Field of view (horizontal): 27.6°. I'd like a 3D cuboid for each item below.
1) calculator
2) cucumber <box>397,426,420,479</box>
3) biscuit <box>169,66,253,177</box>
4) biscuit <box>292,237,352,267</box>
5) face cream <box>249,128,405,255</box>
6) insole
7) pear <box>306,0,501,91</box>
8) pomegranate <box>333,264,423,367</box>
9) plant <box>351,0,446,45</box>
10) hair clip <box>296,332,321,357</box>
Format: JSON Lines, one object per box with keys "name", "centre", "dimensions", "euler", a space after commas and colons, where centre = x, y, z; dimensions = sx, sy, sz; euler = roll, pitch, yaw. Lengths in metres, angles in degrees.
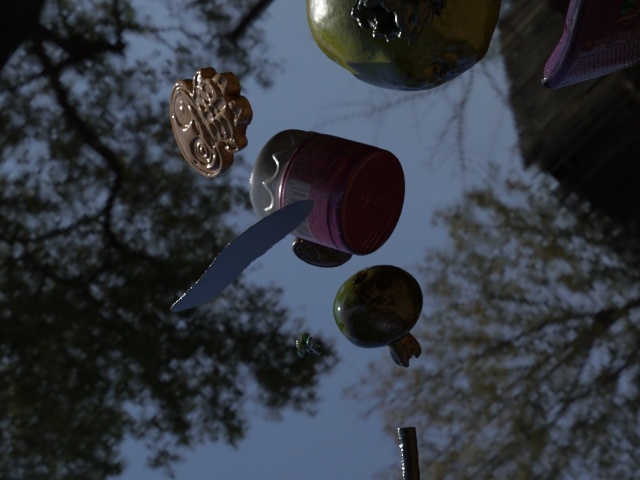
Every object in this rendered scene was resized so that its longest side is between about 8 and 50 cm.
{"name": "calculator", "centre": [0.296, -0.225, 1.295], "dimensions": [0.126, 0.190, 0.034], "euler": [-17, -120, -17]}
{"name": "cucumber", "centre": [0.153, 0.386, 2.232], "dimensions": [0.032, 0.032, 0.133], "euler": [14, -112, -53]}
{"name": "biscuit", "centre": [-0.216, -0.228, 2.513], "dimensions": [0.044, 0.288, 0.202], "euler": [-24, -90, -30]}
{"name": "biscuit", "centre": [0.000, 0.000, 2.580], "dimensions": [0.175, 0.124, 0.026], "euler": [72, -162, -50]}
{"name": "face cream", "centre": [0.011, -0.081, 2.081], "dimensions": [0.195, 0.175, 0.175], "euler": [19, -176, 35]}
{"name": "insole", "centre": [-0.103, 0.023, 1.642], "dimensions": [0.109, 0.322, 0.007], "euler": [-15, -106, -37]}
{"name": "pear", "centre": [0.144, -0.453, 2.354], "dimensions": [0.352, 0.352, 0.413], "euler": [23, -149, -43]}
{"name": "pomegranate", "centre": [0.114, 0.151, 2.590], "dimensions": [0.179, 0.211, 0.179], "euler": [-1, -156, 0]}
{"name": "plant", "centre": [0.120, -0.363, 1.744], "dimensions": [0.129, 0.194, 0.132], "euler": [31, 156, 7]}
{"name": "hair clip", "centre": [-0.029, 0.215, 2.643], "dimensions": [0.049, 0.049, 0.173], "euler": [49, 176, 11]}
